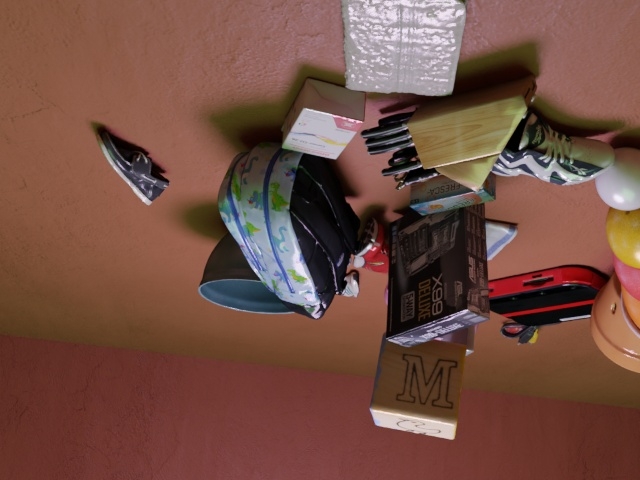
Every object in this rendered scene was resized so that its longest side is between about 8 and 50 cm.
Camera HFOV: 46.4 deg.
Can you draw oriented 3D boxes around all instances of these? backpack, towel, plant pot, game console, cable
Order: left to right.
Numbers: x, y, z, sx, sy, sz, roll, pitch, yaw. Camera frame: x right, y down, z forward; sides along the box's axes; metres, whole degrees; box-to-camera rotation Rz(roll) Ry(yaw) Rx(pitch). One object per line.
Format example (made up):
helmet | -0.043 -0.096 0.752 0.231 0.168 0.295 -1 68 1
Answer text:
plant pot | -0.160 0.059 1.965 0.292 0.196 0.293 6 159 2
backpack | -0.059 -0.048 1.578 0.273 0.290 0.356 16 154 13
towel | 0.124 -0.312 1.149 0.187 0.049 0.282 5 160 5
towel | 0.331 -0.010 1.887 0.284 0.034 0.209 9 158 -7
cable | 0.713 0.277 2.534 0.139 0.072 0.287 24 145 0
game console | 0.691 0.173 2.233 0.341 0.060 0.386 22 154 -38
plant pot | 0.845 0.167 1.907 0.290 0.291 0.204 -1 142 16

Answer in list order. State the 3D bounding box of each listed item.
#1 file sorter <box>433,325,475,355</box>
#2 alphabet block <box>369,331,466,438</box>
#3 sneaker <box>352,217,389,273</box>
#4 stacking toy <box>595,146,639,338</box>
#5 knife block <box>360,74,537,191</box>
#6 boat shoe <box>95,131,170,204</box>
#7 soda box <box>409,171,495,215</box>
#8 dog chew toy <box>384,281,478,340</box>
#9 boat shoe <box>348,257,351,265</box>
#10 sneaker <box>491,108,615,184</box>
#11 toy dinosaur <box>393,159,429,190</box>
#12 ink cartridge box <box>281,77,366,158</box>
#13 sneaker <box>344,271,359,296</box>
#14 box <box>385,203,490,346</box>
file sorter | 0.282 0.154 1.892 0.173 0.278 0.193 11 157 -7
alphabet block | 0.234 0.344 1.766 0.197 0.194 0.192 7 158 12
sneaker | 0.154 0.023 1.897 0.118 0.107 0.279 23 171 7
stacking toy | 0.703 -0.024 1.509 0.350 0.351 0.480 -14 132 41
knife block | 0.211 -0.208 1.314 0.242 0.088 0.276 29 133 6
boat shoe | -0.413 -0.170 1.641 0.079 0.084 0.233 -35 145 -1
soda box | 0.284 -0.106 1.609 0.183 0.063 0.058 -12 152 38
dog chew toy | 0.318 0.200 2.216 0.331 0.207 0.206 31 148 -33
boat shoe | -0.029 -0.001 1.857 0.113 0.105 0.306 -34 144 18
sneaker | 0.414 -0.172 1.359 0.234 0.094 0.153 11 169 20
toy dinosaur | 0.218 -0.142 1.578 0.092 0.053 0.183 5 173 -44
ink cartridge box | -0.002 -0.215 1.400 0.115 0.067 0.198 11 158 -14
sneaker | 0.080 0.139 2.297 0.075 0.057 0.161 0 162 -1
box | 0.259 0.062 1.674 0.076 0.308 0.242 24 146 -31
